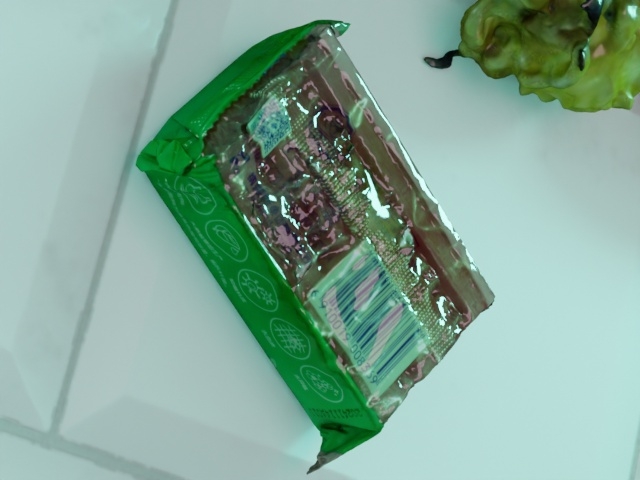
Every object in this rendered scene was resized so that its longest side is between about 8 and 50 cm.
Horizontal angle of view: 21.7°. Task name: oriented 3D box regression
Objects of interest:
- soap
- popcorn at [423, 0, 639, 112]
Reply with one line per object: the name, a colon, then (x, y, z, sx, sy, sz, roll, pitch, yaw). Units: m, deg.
soap: (0.002, 0.000, 1.220, 0.218, 0.098, 0.273, -46, 113, -32)
popcorn: (0.208, -0.178, 1.383, 0.195, 0.173, 0.168, -43, 134, -43)
